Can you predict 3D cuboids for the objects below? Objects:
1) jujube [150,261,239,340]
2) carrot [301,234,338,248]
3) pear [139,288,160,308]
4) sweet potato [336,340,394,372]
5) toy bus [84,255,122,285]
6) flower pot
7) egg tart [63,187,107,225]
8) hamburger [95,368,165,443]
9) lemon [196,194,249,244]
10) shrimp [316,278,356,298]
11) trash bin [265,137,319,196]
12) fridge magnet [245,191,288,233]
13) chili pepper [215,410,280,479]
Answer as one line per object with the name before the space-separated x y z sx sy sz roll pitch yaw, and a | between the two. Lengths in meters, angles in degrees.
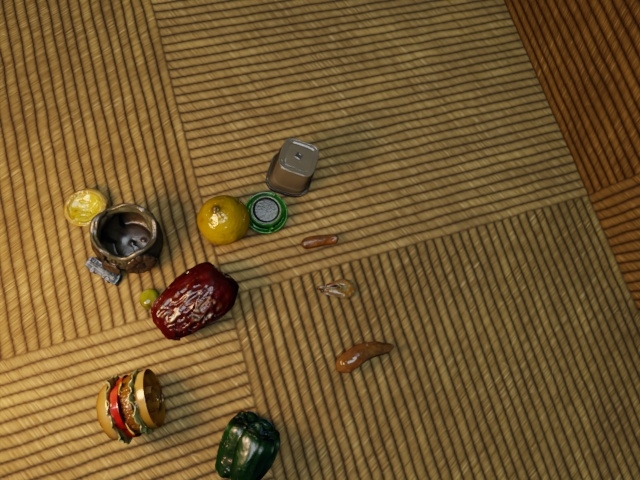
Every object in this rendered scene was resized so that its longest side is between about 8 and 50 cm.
jujube | -0.537 0.255 1.795 0.377 0.258 0.258 -34 84 -21
carrot | 0.000 0.000 2.012 0.186 0.060 0.060 -11 79 -12
pear | -0.751 0.258 1.833 0.092 0.097 0.092 2 107 7
sweet potato | 0.199 0.515 1.904 0.292 0.097 0.097 -21 81 -13
toy bus | -0.960 0.136 1.854 0.166 0.047 0.065 32 71 1
flower pot | -0.833 0.000 1.809 0.302 0.213 0.301 3 72 -10
egg tart | -1.056 -0.146 1.891 0.192 0.074 0.191 1 78 -6
hamburger | -0.759 0.656 1.654 0.212 0.274 0.274 -16 80 -8
lemon | -0.438 -0.091 1.883 0.229 0.254 0.228 0 89 -27
shrimp | 0.076 0.227 1.982 0.191 0.042 0.101 3 56 -7
trash bin | -0.126 -0.349 1.976 0.220 0.250 0.219 16 75 -10
fridge magnet | -0.259 -0.134 1.990 0.208 0.088 0.207 2 77 -7
chili pepper | -0.300 0.849 1.695 0.233 0.248 0.256 20 79 25
